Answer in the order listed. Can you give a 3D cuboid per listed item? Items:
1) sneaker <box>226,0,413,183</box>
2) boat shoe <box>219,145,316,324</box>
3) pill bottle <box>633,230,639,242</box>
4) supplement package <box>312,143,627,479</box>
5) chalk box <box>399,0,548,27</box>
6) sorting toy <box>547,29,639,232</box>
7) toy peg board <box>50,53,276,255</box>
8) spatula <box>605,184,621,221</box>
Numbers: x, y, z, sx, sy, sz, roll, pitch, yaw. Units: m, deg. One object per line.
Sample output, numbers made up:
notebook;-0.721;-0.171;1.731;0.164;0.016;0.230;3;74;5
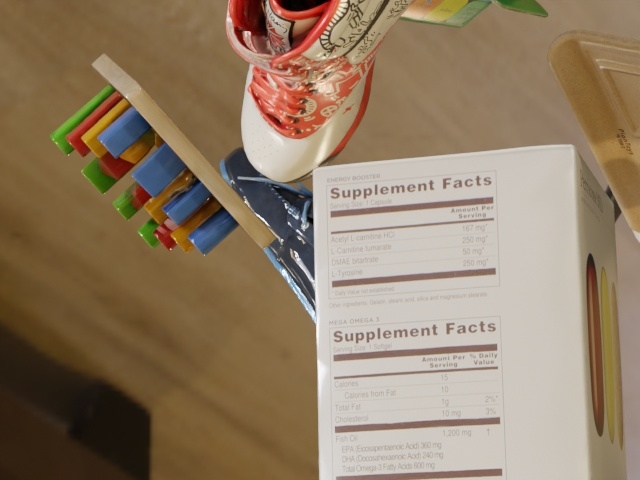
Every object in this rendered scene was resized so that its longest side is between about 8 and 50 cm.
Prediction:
sneaker;-0.018;-0.122;1.184;0.145;0.090;0.270;-28;160;-46
boat shoe;0.000;0.000;1.846;0.089;0.258;0.109;-41;161;11
pill bottle;0.477;-0.158;2.169;0.204;0.204;0.361;0;120;-4
supplement package;0.079;0.088;0.943;0.133;0.244;0.139;-4;169;16
chalk box;0.117;-0.323;1.817;0.179;0.289;0.180;-38;158;30
sorting toy;0.269;-0.060;1.244;0.208;0.038;0.193;13;146;44
toy peg board;-0.131;-0.050;1.458;0.079;0.160;0.161;-43;111;-2
spatula;0.217;0.022;1.665;0.296;0.030;0.084;-54;145;-1
